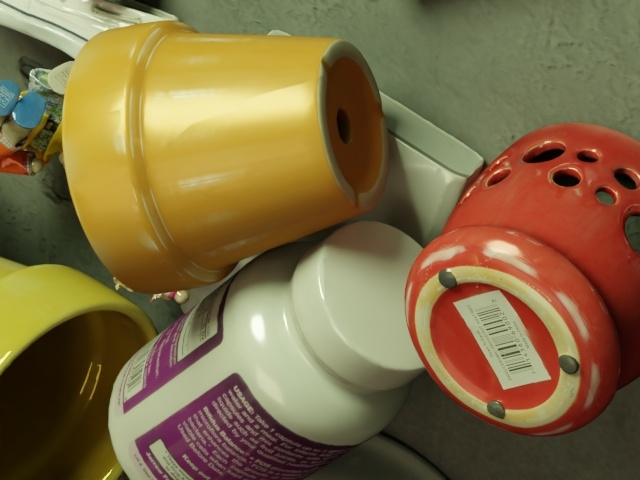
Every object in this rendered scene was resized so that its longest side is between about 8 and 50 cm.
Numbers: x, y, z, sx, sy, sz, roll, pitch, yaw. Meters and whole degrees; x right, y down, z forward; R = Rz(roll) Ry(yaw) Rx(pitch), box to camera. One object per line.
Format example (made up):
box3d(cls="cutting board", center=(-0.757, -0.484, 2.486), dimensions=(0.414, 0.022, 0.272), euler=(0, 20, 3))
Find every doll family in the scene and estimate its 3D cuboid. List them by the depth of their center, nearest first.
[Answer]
box3d(cls="doll family", center=(-0.194, -0.062, 1.636), dimensions=(0.263, 0.118, 0.163), euler=(37, 149, -8))

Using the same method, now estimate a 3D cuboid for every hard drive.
box3d(cls="hard drive", center=(0.000, 0.000, 1.573), dimensions=(0.203, 0.040, 0.307), euler=(33, 135, 15))

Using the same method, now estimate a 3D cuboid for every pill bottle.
box3d(cls="pill bottle", center=(-0.031, 0.103, 1.517), dimensions=(0.169, 0.169, 0.301), euler=(51, 137, -2))

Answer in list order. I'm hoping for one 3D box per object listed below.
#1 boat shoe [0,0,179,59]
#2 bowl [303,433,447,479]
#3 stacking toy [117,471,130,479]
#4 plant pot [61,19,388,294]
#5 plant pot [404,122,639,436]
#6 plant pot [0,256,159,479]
box3d(cls="boat shoe", center=(-0.213, -0.204, 1.585), dimensions=(0.226, 0.083, 0.076), euler=(27, 110, 10))
box3d(cls="bowl", center=(-0.002, 0.321, 1.669), dimensions=(0.298, 0.134, 0.298), euler=(7, 108, 23))
box3d(cls="stacking toy", center=(-0.124, 0.252, 1.840), dimensions=(0.221, 0.052, 0.167), euler=(41, 137, 5))
box3d(cls="plant pot", center=(-0.059, -0.072, 1.415), dimensions=(0.188, 0.205, 0.205), euler=(-9, 114, 24))
box3d(cls="plant pot", center=(0.164, 0.034, 1.376), dimensions=(0.191, 0.174, 0.191), euler=(22, 131, 28))
box3d(cls="plant pot", center=(-0.311, 0.113, 1.710), dimensions=(0.239, 0.254, 0.254), euler=(31, 134, 30))
